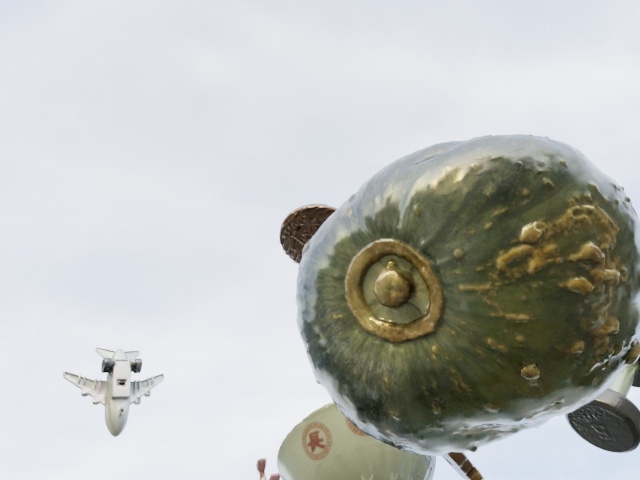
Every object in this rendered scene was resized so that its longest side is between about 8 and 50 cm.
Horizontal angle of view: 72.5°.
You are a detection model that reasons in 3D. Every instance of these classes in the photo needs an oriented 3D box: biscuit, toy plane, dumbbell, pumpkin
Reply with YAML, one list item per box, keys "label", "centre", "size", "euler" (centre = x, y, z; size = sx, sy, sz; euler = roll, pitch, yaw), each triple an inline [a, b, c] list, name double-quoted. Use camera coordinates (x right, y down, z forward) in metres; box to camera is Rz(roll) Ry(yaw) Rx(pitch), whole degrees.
- label: "biscuit"
  centre: [0.338, 0.578, 1.262]
  size: [0.043, 0.302, 0.278]
  euler: [-45, -38, -13]
- label: "toy plane"
  centre: [-0.523, 0.376, 1.128]
  size: [0.251, 0.255, 0.101]
  euler: [13, -58, -33]
- label: "dumbbell"
  centre: [0.467, 0.229, 0.685]
  size: [0.191, 0.100, 0.100]
  euler: [-32, -64, -35]
- label: "biscuit"
  centre: [0.000, 0.001, 0.968]
  size: [0.188, 0.027, 0.187]
  euler: [6, -52, 8]
- label: "pumpkin"
  centre: [0.145, 0.053, 0.447]
  size: [0.328, 0.258, 0.291]
  euler: [-28, -105, 30]

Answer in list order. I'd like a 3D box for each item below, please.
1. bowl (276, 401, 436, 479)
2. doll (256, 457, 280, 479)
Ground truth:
- label: "bowl"
  centre: [0.090, 0.467, 0.837]
  size: [0.338, 0.157, 0.336]
  euler: [-5, -59, -8]
- label: "doll"
  centre: [-0.130, 0.688, 1.094]
  size: [0.093, 0.261, 0.211]
  euler: [6, -46, -27]
